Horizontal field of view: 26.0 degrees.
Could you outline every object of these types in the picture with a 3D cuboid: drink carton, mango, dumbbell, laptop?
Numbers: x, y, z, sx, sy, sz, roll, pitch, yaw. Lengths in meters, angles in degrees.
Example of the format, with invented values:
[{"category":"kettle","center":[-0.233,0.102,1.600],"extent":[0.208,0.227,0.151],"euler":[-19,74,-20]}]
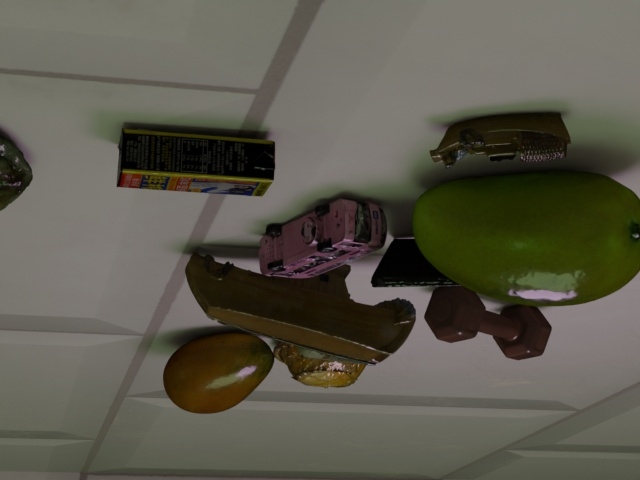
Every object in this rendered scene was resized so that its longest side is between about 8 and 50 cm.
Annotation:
[{"category":"drink carton","center":[-0.136,-0.085,1.500],"extent":[0.165,0.056,0.071],"euler":[3,169,-12]},{"category":"mango","center":[0.242,-0.001,1.590],"extent":[0.273,0.149,0.185],"euler":[-1,-155,4]},{"category":"dumbbell","center":[0.257,0.126,2.115],"extent":[0.231,0.092,0.082],"euler":[16,-177,-44]},{"category":"mango","center":[-0.175,0.218,2.320],"extent":[0.151,0.120,0.221],"euler":[7,154,-32]},{"category":"laptop","center":[0.143,0.023,1.744],"extent":[0.135,0.016,0.197],"euler":[-1,-165,11]}]

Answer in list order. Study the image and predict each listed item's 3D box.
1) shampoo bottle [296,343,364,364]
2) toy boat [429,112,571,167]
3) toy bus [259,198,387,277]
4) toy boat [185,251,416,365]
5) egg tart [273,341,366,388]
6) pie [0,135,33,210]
[{"category":"shampoo bottle","center":[0.010,0.150,2.178],"extent":[0.162,0.079,0.079],"euler":[9,159,-27]},{"category":"toy boat","center":[0.190,-0.104,1.467],"extent":[0.149,0.049,0.047],"euler":[-5,162,13]},{"category":"toy bus","center":[0.000,0.000,1.755],"extent":[0.090,0.063,0.203],"euler":[7,162,-32]},{"category":"toy boat","center":[-0.028,0.075,1.893],"extent":[0.321,0.121,0.089],"euler":[16,160,-6]},{"category":"egg tart","center":[0.010,0.204,2.361],"extent":[0.191,0.074,0.191],"euler":[0,159,0]},{"category":"pie","center":[-0.468,-0.069,1.511],"extent":[0.323,0.071,0.323],"euler":[-2,162,-1]}]
